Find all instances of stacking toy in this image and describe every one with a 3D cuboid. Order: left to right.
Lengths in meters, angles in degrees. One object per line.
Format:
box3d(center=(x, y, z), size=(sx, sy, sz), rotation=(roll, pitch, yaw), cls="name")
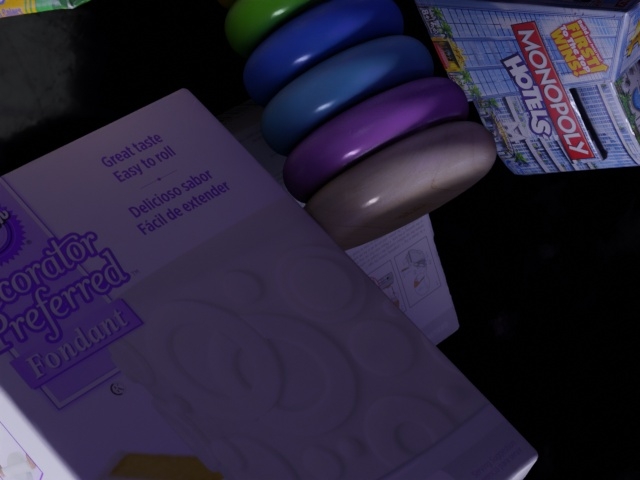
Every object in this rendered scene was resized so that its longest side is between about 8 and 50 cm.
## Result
box3d(center=(-0.016, -0.164, 0.969), size=(0.141, 0.141, 0.330), rotation=(-20, 79, -39), cls="stacking toy")

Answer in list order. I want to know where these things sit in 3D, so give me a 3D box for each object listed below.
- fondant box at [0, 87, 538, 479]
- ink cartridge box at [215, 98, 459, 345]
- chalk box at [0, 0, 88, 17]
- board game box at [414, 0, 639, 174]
box3d(center=(-0.073, 0.088, 0.854), size=(0.238, 0.096, 0.330), rotation=(-32, 69, -37), cls="fondant box")
box3d(center=(0.000, 0.000, 1.070), size=(0.189, 0.066, 0.232), rotation=(-32, 118, -37), cls="ink cartridge box")
box3d(center=(-0.175, -0.250, 0.847), size=(0.132, 0.132, 0.213), rotation=(-37, 118, -41), cls="chalk box")
box3d(center=(0.195, -0.134, 1.141), size=(0.060, 0.194, 0.194), rotation=(-42, 114, -33), cls="board game box")
